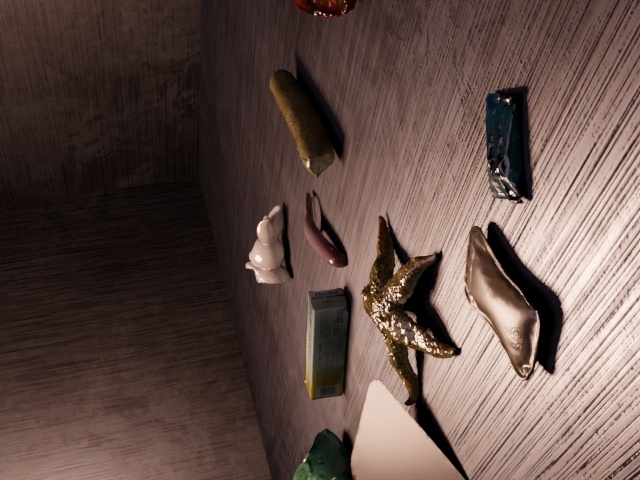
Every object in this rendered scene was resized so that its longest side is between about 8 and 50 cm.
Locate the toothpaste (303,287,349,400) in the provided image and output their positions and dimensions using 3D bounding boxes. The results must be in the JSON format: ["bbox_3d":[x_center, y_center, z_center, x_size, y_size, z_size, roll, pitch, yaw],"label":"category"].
[{"bbox_3d":[0.012,0.245,2.168,0.071,0.089,0.312,-106,14,-47],"label":"toothpaste"}]

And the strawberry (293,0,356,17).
[{"bbox_3d":[0.016,-0.464,1.676,0.192,0.085,0.140,17,101,52],"label":"strawberry"}]

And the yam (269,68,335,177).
[{"bbox_3d":[-0.042,-0.270,2.066,0.371,0.083,0.083,-112,18,-48],"label":"yam"}]

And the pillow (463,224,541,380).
[{"bbox_3d":[0.237,0.081,1.240,0.217,0.033,0.130,-116,23,-51],"label":"pillow"}]

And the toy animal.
[{"bbox_3d":[-0.152,0.007,2.620,0.131,0.104,0.220,15,116,44],"label":"toy animal"}]

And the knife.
[{"bbox_3d":[-0.002,0.001,2.144,0.278,0.053,0.123,-121,20,-60],"label":"knife"}]

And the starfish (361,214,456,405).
[{"bbox_3d":[0.131,0.103,1.628,0.357,0.078,0.347,98,161,-52],"label":"starfish"}]

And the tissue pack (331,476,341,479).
[{"bbox_3d":[0.068,0.656,2.121,0.156,0.148,0.209,42,169,-9],"label":"tissue pack"}]

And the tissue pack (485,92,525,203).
[{"bbox_3d":[0.227,-0.116,1.171,0.085,0.028,0.138,-146,52,-72],"label":"tissue pack"}]

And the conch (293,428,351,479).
[{"bbox_3d":[0.011,0.581,2.321,0.196,0.134,0.202,-61,-4,-18],"label":"conch"}]

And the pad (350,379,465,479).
[{"bbox_3d":[0.173,0.465,1.688,0.375,0.063,0.314,48,132,51],"label":"pad"}]
